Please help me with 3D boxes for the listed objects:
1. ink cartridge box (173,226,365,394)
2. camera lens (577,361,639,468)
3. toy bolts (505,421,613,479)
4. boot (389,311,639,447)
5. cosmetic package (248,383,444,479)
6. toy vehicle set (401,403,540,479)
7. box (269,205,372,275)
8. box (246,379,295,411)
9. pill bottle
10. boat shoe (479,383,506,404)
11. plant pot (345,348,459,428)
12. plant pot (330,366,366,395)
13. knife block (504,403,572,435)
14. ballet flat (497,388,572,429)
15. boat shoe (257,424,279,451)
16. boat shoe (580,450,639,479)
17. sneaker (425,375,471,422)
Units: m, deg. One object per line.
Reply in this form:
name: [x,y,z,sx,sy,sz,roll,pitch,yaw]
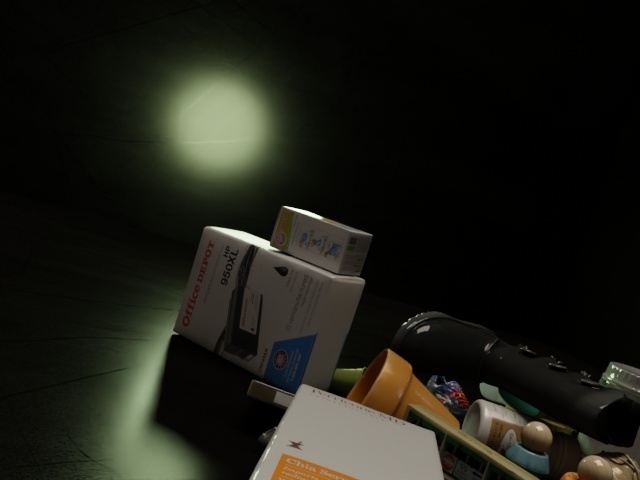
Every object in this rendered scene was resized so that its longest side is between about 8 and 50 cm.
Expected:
ink cartridge box: [-0.132,0.160,1.655,0.395,0.285,0.166,20,4,31]
camera lens: [0.763,0.462,1.681,0.219,0.274,0.219,18,4,-1]
toy bolts: [0.468,0.452,1.309,0.228,0.158,0.218,22,5,43]
boot: [0.422,0.309,1.502,0.367,0.146,0.445,4,16,-39]
cosmetic package: [0.027,0.338,0.847,0.230,0.161,0.453,19,3,4]
toy vehicle set: [0.205,0.380,1.034,0.035,0.166,0.267,16,5,-39]
box: [0.000,0.000,1.614,0.203,0.103,0.114,21,6,30]
box: [-0.064,0.315,1.324,0.136,0.036,0.225,19,-15,5]
pill bottle: [0.433,0.442,1.492,0.229,0.131,0.131,18,4,-1]
boat shoe: [0.622,0.483,2.069,0.102,0.108,0.301,14,-1,-34]
plant pot: [0.147,0.340,1.284,0.188,0.205,0.205,35,5,1]
plant pot: [0.065,0.341,1.658,0.079,0.083,0.083,7,1,16]
knife block: [0.516,0.471,1.794,0.242,0.088,0.276,21,5,43]
ballet flat: [0.547,0.411,1.690,0.231,0.077,0.077,20,-16,17]
boat shoe: [-0.063,0.341,1.208,0.040,0.049,0.142,20,6,22]
boat shoe: [0.618,0.485,1.441,0.109,0.098,0.302,57,5,24]
sneaker: [0.342,0.413,1.790,0.083,0.087,0.221,15,5,-32]
